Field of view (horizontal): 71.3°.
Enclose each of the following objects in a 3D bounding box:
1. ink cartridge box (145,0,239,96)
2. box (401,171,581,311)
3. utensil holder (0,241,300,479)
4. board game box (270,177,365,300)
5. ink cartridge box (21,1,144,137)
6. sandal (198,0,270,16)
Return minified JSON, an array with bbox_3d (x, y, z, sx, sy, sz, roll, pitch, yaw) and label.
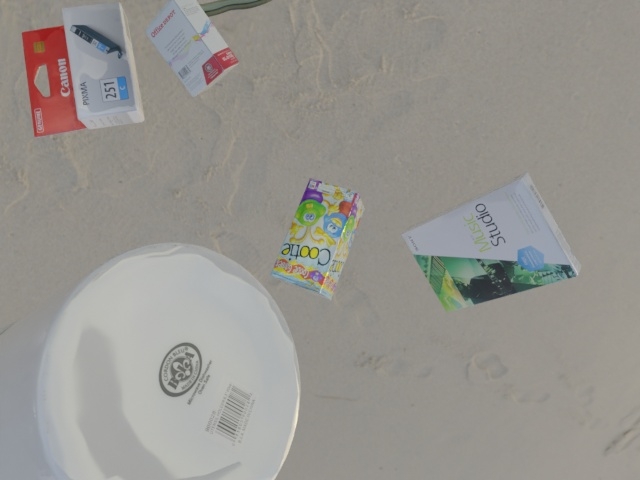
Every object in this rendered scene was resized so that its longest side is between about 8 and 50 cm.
[{"bbox_3d":[-0.293,-0.443,1.022,0.128,0.072,0.175,-20,113,39],"label":"ink cartridge box"},{"bbox_3d":[0.368,0.019,1.011,0.322,0.232,0.058,-29,-178,46],"label":"box"},{"bbox_3d":[-0.266,0.204,0.585,0.328,0.327,0.386,21,145,-40],"label":"utensil holder"},{"bbox_3d":[0.000,0.000,1.187,0.144,0.142,0.275,48,61,-70],"label":"board game box"},{"bbox_3d":[-0.587,-0.414,1.080,0.261,0.296,0.066,-12,171,-8],"label":"ink cartridge box"},{"bbox_3d":[-0.229,-0.682,1.230,0.303,0.120,0.086,-19,119,-13],"label":"sandal"}]
